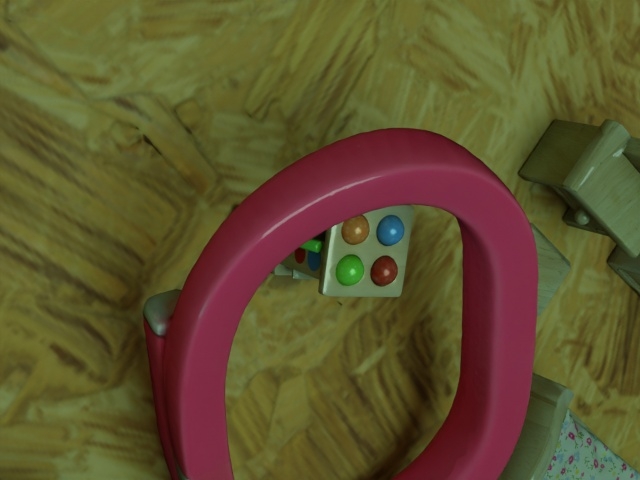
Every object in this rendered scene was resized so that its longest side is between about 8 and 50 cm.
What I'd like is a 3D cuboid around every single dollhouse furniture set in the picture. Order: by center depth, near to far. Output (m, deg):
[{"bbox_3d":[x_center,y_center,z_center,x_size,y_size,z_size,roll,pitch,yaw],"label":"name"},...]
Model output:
[{"bbox_3d":[0.186,0.157,0.780,0.303,0.174,0.355,41,78,-32],"label":"dollhouse furniture set"}]

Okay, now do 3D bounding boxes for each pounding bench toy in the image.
[{"bbox_3d":[0.000,0.000,0.687,0.083,0.065,0.052,2,101,-33],"label":"pounding bench toy"}]

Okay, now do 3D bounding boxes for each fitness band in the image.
[{"bbox_3d":[0.016,0.072,0.670,0.209,0.054,0.291,-19,131,-19],"label":"fitness band"}]
